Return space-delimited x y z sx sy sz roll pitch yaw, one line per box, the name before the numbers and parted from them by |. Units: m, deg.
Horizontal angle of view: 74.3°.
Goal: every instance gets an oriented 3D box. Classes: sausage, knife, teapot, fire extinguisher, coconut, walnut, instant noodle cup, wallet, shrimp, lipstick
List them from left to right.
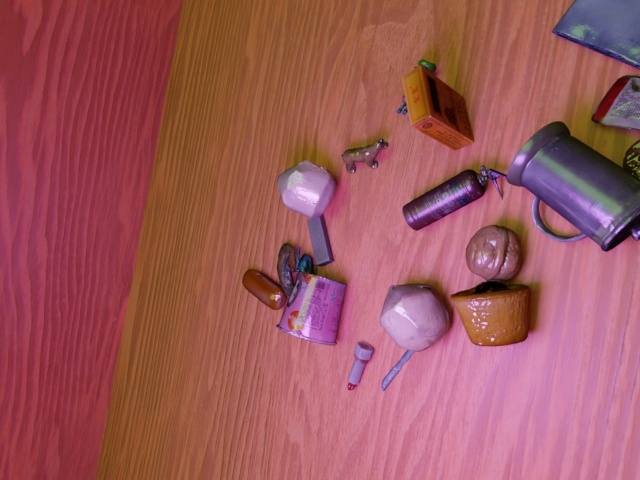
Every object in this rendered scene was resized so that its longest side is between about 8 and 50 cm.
sausage | -0.255 0.214 1.883 0.274 0.105 0.105 29 101 41
shrimp | -0.134 0.117 1.795 0.173 0.058 0.253 -62 34 36
coconut | -0.062 -0.208 1.689 0.233 0.224 0.224 32 108 -5
instant noodle cup | -0.024 0.248 1.594 0.242 0.243 0.231 11 83 42
lipstick | 0.136 0.465 1.530 0.063 0.057 0.186 -133 57 -66
knife | 0.264 0.435 1.445 0.028 0.015 0.210 44 112 31
coconut | 0.292 0.231 1.338 0.224 0.224 0.224 -9 77 40
fire extinguisher | 0.439 -0.135 1.349 0.344 0.102 0.138 -30 96 33
walnut | 0.503 0.037 1.229 0.166 0.149 0.167 -1 84 7
teapot | 0.666 -0.110 1.090 0.337 0.200 0.271 52 141 32
wallet | 0.820 -0.621 1.123 0.290 0.054 0.251 48 114 34

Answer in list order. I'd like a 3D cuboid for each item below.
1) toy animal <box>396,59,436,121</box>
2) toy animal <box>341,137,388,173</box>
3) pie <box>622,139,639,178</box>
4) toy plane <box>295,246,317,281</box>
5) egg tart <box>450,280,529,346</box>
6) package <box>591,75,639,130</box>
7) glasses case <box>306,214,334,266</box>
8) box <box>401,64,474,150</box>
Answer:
toy animal | 0.350 -0.527 1.500 0.103 0.100 0.208 27 92 18
toy animal | 0.167 -0.330 1.610 0.218 0.101 0.103 -2 79 41
pie | 0.836 -0.194 1.044 0.154 0.036 0.155 -7 79 40
toy plane | -0.068 0.147 1.732 0.060 0.096 0.235 -7 76 41
egg tart | 0.480 0.199 1.184 0.215 0.215 0.171 -11 85 39
package | 0.836 -0.337 1.052 0.239 0.030 0.154 33 86 40
glasses case | 0.000 0.000 1.733 0.070 0.047 0.205 -24 67 30
box | 0.373 -0.406 1.326 0.076 0.274 0.174 -22 68 41
